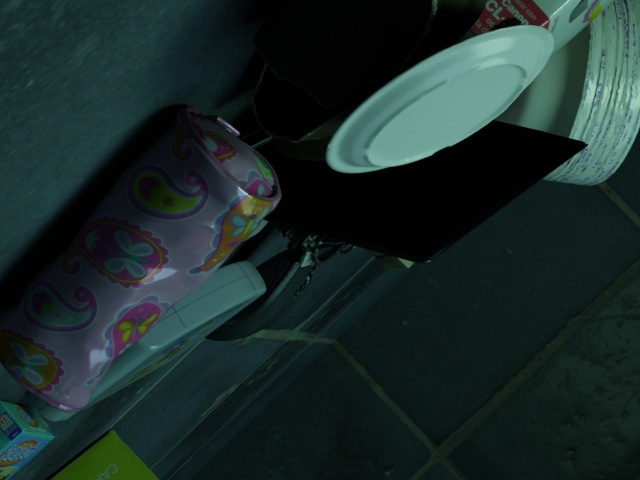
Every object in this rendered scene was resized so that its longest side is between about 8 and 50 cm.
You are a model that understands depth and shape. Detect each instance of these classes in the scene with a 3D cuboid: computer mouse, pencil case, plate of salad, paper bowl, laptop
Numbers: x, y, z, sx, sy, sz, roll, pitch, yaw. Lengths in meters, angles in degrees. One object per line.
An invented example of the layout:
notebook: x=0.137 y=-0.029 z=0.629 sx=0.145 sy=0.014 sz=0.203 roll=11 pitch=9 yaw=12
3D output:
computer mouse: x=-0.063 y=0.066 z=1.826 sx=0.272 sy=0.072 sz=0.188 roll=-32 pitch=175 yaw=24
pencil case: x=-0.164 y=0.017 z=1.192 sx=0.284 sy=0.124 sz=0.124 roll=-45 pitch=171 yaw=17
plate of salad: x=0.089 y=-0.115 z=1.086 sx=0.200 sy=0.048 sz=0.200 roll=-25 pitch=163 yaw=-8
paper bowl: x=0.310 y=-0.218 z=1.823 sx=0.148 sy=0.284 sz=0.284 roll=5 pitch=155 yaw=-12
laptop: x=0.000 y=0.000 z=1.438 sx=0.408 sy=0.236 sz=0.382 roll=-50 pitch=169 yaw=36

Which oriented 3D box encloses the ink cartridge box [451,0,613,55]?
ink cartridge box: x=0.245 y=-0.293 z=1.496 sx=0.306 sy=0.131 sz=0.226 roll=-41 pitch=171 yaw=-7

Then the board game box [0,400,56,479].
board game box: x=-0.399 y=0.267 z=1.535 sx=0.210 sy=0.047 sz=0.160 roll=-42 pitch=171 yaw=-6

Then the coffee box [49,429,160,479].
coffee box: x=-0.366 y=0.565 z=2.161 sx=0.337 sy=0.338 sz=0.334 roll=-38 pitch=169 yaw=-35

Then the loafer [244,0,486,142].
loafer: x=0.025 y=-0.161 z=1.100 sx=0.130 sy=0.134 sz=0.366 roll=-41 pitch=171 yaw=-20

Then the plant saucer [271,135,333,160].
plant saucer: x=0.066 y=-0.137 z=1.361 sx=0.241 sy=0.037 sz=0.241 roll=-11 pitch=-160 yaw=4

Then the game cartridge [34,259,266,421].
game cartridge: x=-0.186 y=0.109 z=1.637 sx=0.198 sy=0.062 sz=0.297 roll=-32 pitch=177 yaw=28

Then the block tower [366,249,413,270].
block tower: x=0.187 y=-0.111 z=2.032 sx=0.335 sy=0.091 sz=0.097 roll=-50 pitch=-169 yaw=-14

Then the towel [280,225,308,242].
towel: x=0.094 y=-0.109 z=1.824 sx=0.237 sy=0.037 sz=0.329 roll=-39 pitch=-176 yaw=-32
